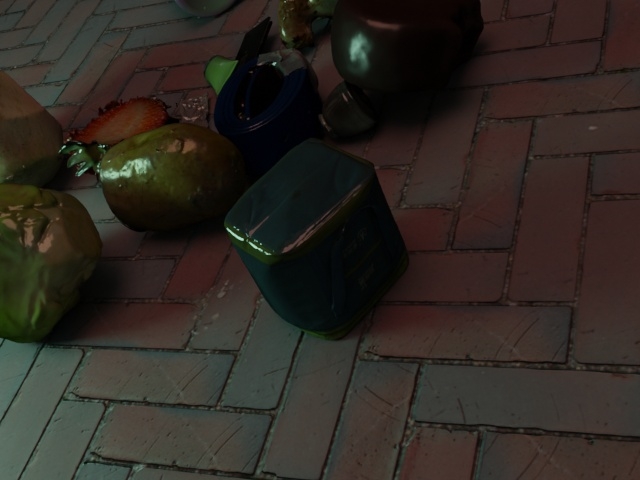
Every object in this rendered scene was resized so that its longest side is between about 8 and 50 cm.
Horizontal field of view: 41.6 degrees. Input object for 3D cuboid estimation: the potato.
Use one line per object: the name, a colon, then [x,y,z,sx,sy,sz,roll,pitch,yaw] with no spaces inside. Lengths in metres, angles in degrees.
potato: [-0.271,-0.130,1.681,0.266,0.229,0.229,-5,45,42]

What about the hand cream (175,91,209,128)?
hand cream: [-0.297,-0.264,1.955,0.084,0.050,0.257,-18,37,7]

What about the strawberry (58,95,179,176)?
strawberry: [-0.433,-0.226,1.946,0.234,0.137,0.306,5,31,17]

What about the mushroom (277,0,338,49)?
mushroom: [-0.008,-0.617,2.009,0.268,0.267,0.254,-5,47,22]

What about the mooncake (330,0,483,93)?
mooncake: [0.181,-0.416,1.726,0.334,0.174,0.325,-3,31,-12]

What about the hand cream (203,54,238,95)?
hand cream: [-0.243,-0.407,2.040,0.095,0.046,0.175,-56,30,6]

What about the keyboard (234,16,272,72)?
keyboard: [-0.184,-0.424,2.046,0.106,0.027,0.316,-27,36,39]

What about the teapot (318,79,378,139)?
teapot: [0.045,-0.274,1.748,0.108,0.111,0.149,-36,47,20]

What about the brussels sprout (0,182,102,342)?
brussels sprout: [-0.585,0.035,1.660,0.344,0.343,0.268,-7,12,21]

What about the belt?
belt: [-0.109,-0.282,1.793,0.213,0.117,0.346,-16,35,16]

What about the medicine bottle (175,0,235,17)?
medicine bottle: [-0.369,-0.779,2.370,0.212,0.212,0.325,-33,44,-6]

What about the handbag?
handbag: [0.000,0.000,1.404,0.222,0.241,0.263,24,64,41]

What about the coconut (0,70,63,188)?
coconut: [-0.797,-0.241,2.001,0.353,0.352,0.352,-14,44,14]
